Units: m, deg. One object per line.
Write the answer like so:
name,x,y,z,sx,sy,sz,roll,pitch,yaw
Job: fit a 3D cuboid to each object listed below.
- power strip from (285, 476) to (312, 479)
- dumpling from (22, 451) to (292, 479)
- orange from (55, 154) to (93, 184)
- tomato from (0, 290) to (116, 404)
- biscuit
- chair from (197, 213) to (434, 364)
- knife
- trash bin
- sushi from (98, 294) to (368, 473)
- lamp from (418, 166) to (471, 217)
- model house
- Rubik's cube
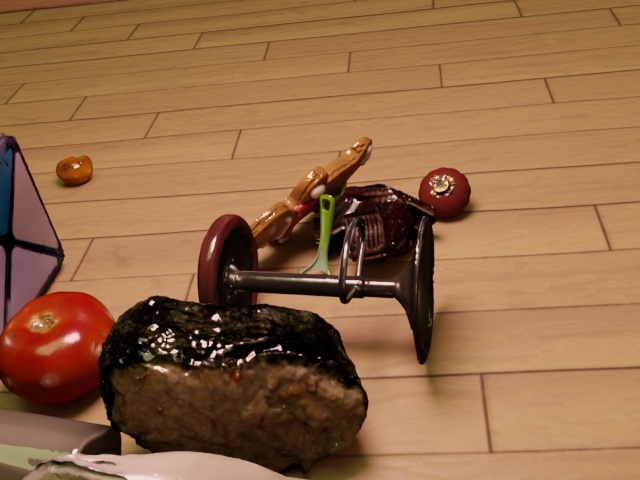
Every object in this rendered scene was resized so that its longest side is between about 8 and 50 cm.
power strip,-0.015,0.335,0.948,0.272,0.078,0.052,2,38,15
dumpling,-0.151,0.363,0.833,0.341,0.260,0.181,17,-13,-36
orange,-0.567,-0.160,1.774,0.086,0.062,0.086,-9,19,3
tomato,-0.414,0.172,1.214,0.195,0.136,0.195,-7,38,5
biscuit,-0.029,-0.065,1.431,0.047,0.216,0.340,45,45,8
chair,-0.031,0.071,1.194,0.401,0.226,0.226,1,37,15
knife,0.001,0.000,1.353,0.078,0.166,0.023,12,10,24
trash bin,-0.396,0.304,0.943,0.250,0.219,0.219,4,-3,6
sushi,-0.120,0.194,1.021,0.350,0.210,0.170,15,34,-18
lamp,0.238,-0.092,1.475,0.101,0.090,0.101,-6,70,16
model house,0.084,-0.015,1.400,0.203,0.141,0.164,-3,52,44
Rubik's cube,-0.671,0.015,1.341,0.306,0.306,0.310,1,38,11
